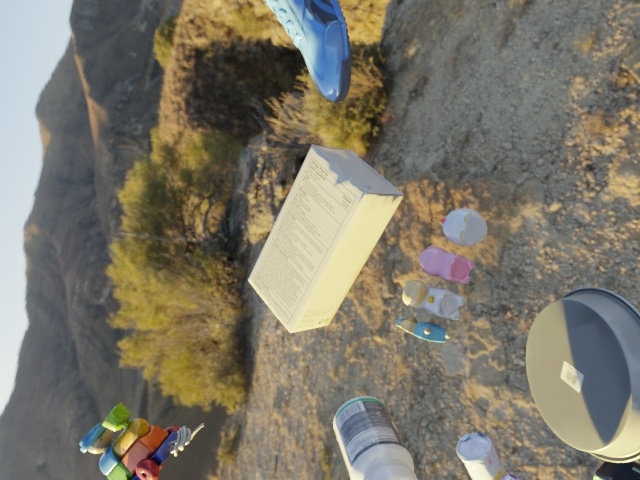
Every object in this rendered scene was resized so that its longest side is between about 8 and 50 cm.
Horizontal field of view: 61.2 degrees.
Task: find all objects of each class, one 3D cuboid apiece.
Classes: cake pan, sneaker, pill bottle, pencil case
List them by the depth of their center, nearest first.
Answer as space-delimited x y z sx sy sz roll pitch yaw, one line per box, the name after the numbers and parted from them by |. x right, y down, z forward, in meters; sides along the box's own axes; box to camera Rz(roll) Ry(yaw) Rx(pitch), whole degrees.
-0.027 -0.233 0.525 0.069 0.082 0.209 -179 73 -75 | sneaker
0.453 0.227 0.929 0.293 0.054 0.293 180 90 -75 | cake pan
0.176 0.688 1.736 0.361 0.204 0.204 -119 46 -65 | pill bottle
0.545 0.762 1.784 0.113 0.273 0.124 -39 22 -26 | pencil case

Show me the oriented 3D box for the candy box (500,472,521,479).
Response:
0.448 0.645 1.237 0.164 0.070 0.196 -34 8 -14 | candy box

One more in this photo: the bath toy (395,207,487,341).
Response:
0.306 0.078 1.393 0.348 0.151 0.129 -68 21 -2 | bath toy

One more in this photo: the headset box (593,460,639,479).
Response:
0.892 0.771 1.504 0.246 0.131 0.283 24 124 45 | headset box

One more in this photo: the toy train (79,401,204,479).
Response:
-0.311 0.333 0.937 0.248 0.143 0.105 -49 0 27 | toy train

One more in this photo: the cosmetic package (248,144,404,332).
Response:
0.000 0.000 0.997 0.160 0.113 0.309 47 120 32 | cosmetic package
